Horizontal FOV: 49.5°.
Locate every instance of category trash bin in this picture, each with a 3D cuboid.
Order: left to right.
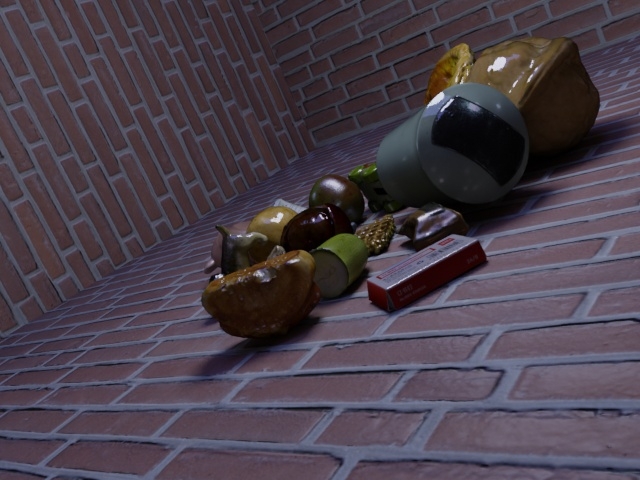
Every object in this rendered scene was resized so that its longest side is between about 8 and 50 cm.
[{"bbox_3d":[0.319,-0.218,1.737,0.280,0.281,0.432,-27,4,-13],"label":"trash bin"}]

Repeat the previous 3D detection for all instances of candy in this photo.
[{"bbox_3d":[0.255,-0.034,1.599,0.143,0.101,0.271,-25,8,1],"label":"candy"}]

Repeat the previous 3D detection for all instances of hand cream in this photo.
[{"bbox_3d":[-0.027,-0.058,2.040,0.275,0.059,0.095,14,67,24],"label":"hand cream"}]

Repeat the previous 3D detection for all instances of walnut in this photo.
[{"bbox_3d":[0.558,-0.383,1.870,0.383,0.384,0.383,-23,13,6],"label":"walnut"}]

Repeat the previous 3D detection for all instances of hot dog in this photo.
[{"bbox_3d":[-0.117,0.130,1.487,0.256,0.153,0.150,-20,9,9],"label":"hot dog"}]

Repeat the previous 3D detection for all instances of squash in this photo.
[{"bbox_3d":[0.046,0.046,1.614,0.123,0.123,0.186,-17,12,30],"label":"squash"}]

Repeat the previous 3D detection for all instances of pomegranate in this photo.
[{"bbox_3d":[-0.113,-0.004,1.959,0.196,0.196,0.196,-23,13,6],"label":"pomegranate"},{"bbox_3d":[0.034,-0.096,2.118,0.210,0.180,0.180,-57,19,-7],"label":"pomegranate"}]

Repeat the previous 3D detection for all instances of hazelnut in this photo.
[{"bbox_3d":[-0.003,-0.007,1.771,0.160,0.170,0.201,-35,-5,-34],"label":"hazelnut"}]

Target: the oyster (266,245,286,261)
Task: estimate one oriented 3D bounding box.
[{"bbox_3d":[-0.138,0.125,1.712,0.161,0.107,0.233,-3,43,46],"label":"oyster"}]

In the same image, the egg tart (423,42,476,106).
[{"bbox_3d":[0.431,-0.392,2.191,0.178,0.444,0.443,11,13,-4],"label":"egg tart"}]

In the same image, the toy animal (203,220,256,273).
[{"bbox_3d":[-0.237,0.020,2.141,0.250,0.154,0.166,-19,22,33],"label":"toy animal"}]

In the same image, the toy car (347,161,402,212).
[{"bbox_3d":[0.223,-0.206,2.134,0.235,0.145,0.235,-34,16,11],"label":"toy car"}]

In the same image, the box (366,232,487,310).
[{"bbox_3d":[0.208,0.062,1.397,0.229,0.050,0.123,-28,11,-11],"label":"box"}]

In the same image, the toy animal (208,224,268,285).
[{"bbox_3d":[-0.219,0.082,1.838,0.168,0.234,0.121,9,-9,-39],"label":"toy animal"}]

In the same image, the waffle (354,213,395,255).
[{"bbox_3d":[0.151,-0.014,1.809,0.160,0.046,0.192,-28,14,-12],"label":"waffle"}]
